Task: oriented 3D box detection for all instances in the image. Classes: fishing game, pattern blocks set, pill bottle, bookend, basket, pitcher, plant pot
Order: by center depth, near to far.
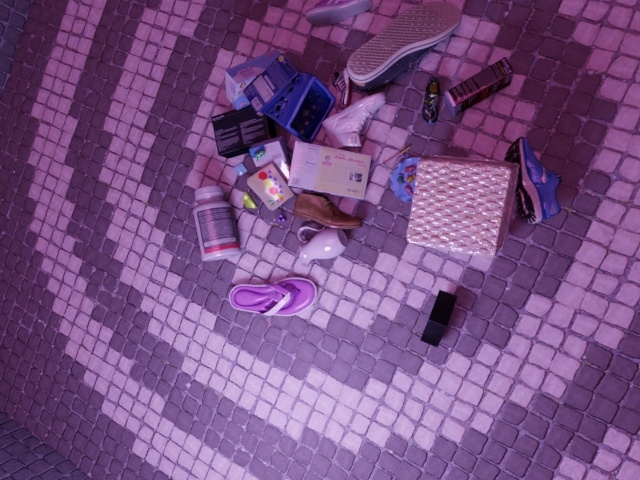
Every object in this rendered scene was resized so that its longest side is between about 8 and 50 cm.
[{"bbox_3d":[0.502,-0.133,1.517,0.332,0.266,0.327,12,104,27],"label":"basket"},{"bbox_3d":[0.461,0.305,1.653,0.073,0.156,0.157,21,51,16],"label":"bookend"},{"bbox_3d":[0.377,-0.246,1.718,0.189,0.041,0.263,-27,81,17],"label":"fishing game"},{"bbox_3d":[-0.110,-0.577,1.778,0.212,0.236,0.235,34,98,22],"label":"plant pot"},{"bbox_3d":[0.000,0.000,1.791,0.207,0.126,0.177,-22,74,27],"label":"pitcher"},{"bbox_3d":[-0.211,-0.227,1.827,0.286,0.026,0.324,-21,113,15],"label":"pattern blocks set"},{"bbox_3d":[-0.473,-0.076,1.900,0.177,0.176,0.318,-14,85,16],"label":"pill bottle"}]

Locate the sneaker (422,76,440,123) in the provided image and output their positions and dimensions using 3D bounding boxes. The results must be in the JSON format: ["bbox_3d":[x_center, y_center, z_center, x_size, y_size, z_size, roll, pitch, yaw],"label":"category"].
[{"bbox_3d":[0.439,-0.558,1.685,0.067,0.078,0.187,5,91,17],"label":"sneaker"}]

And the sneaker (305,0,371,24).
[{"bbox_3d":[0.065,-1.030,1.805,0.283,0.102,0.160,-13,82,6],"label":"sneaker"}]

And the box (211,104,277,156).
[{"bbox_3d":[-0.342,-0.495,1.908,0.262,0.103,0.184,-12,89,16],"label":"box"}]

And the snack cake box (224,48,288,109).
[{"bbox_3d":[-0.271,-0.686,1.801,0.264,0.152,0.089,-34,76,-22],"label":"snack cake box"}]

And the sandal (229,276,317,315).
[{"bbox_3d":[-0.218,0.257,1.854,0.417,0.102,0.169,-8,87,16],"label":"sandal"}]

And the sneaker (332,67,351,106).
[{"bbox_3d":[0.090,-0.649,1.803,0.075,0.063,0.170,-3,83,16],"label":"sneaker"}]

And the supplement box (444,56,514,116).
[{"bbox_3d":[0.599,-0.578,1.611,0.240,0.130,0.073,-29,81,15],"label":"supplement box"}]

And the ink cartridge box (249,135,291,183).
[{"bbox_3d":[-0.202,-0.336,1.830,0.140,0.082,0.190,-12,119,16],"label":"ink cartridge box"}]

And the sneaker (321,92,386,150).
[{"bbox_3d":[0.163,-0.477,1.760,0.293,0.108,0.169,-24,84,25],"label":"sneaker"}]

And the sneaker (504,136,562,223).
[{"bbox_3d":[0.789,-0.228,1.564,0.147,0.130,0.329,-10,79,-6],"label":"sneaker"}]

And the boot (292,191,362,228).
[{"bbox_3d":[0.034,-0.123,1.768,0.306,0.112,0.115,15,106,12],"label":"boot"}]

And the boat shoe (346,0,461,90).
[{"bbox_3d":[0.328,-0.771,1.690,0.501,0.156,0.186,-34,74,2],"label":"boat shoe"}]

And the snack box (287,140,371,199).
[{"bbox_3d":[0.037,-0.287,1.752,0.322,0.060,0.186,10,92,-6],"label":"snack box"}]

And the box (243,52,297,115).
[{"bbox_3d":[-0.194,-0.619,1.682,0.225,0.037,0.136,-39,66,18],"label":"box"}]
